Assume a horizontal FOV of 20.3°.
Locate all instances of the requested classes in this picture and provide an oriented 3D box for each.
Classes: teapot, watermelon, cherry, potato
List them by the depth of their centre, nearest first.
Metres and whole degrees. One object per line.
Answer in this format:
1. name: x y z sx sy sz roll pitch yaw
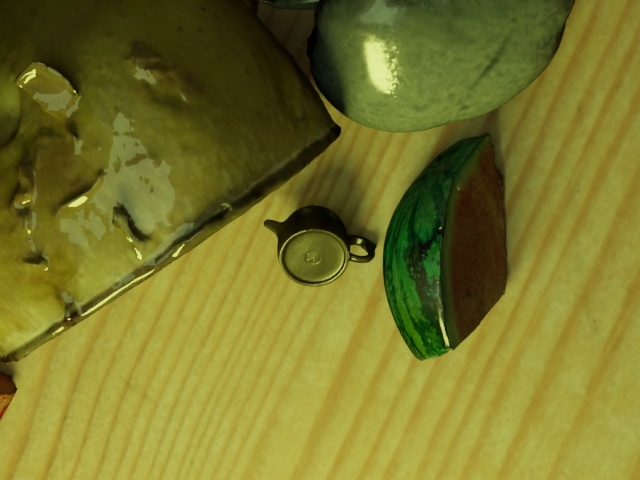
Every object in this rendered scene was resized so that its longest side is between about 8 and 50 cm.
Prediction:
1. potato: -0.240 -0.102 1.714 0.442 0.385 0.319 -35 92 29
2. cherry: 0.095 -0.231 1.716 0.296 0.218 0.255 2 91 7
3. watermelon: 0.112 0.015 1.780 0.128 0.146 0.231 -1 99 14
4. teapot: 0.000 0.000 1.851 0.121 0.068 0.076 9 124 -8

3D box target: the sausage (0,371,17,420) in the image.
1. sausage: -0.427 0.262 1.985 0.074 0.074 0.274 30 103 9
